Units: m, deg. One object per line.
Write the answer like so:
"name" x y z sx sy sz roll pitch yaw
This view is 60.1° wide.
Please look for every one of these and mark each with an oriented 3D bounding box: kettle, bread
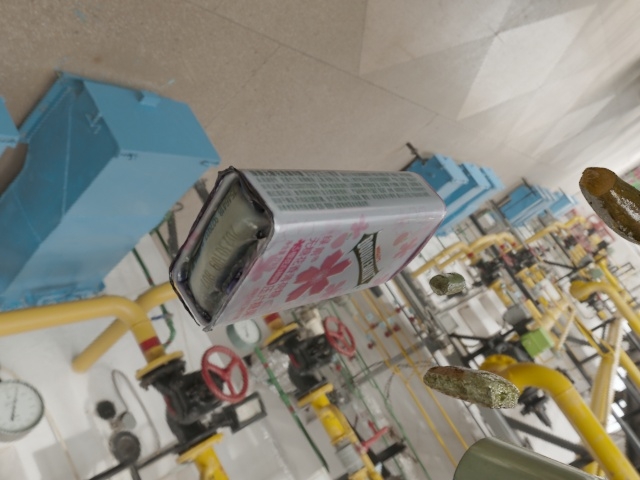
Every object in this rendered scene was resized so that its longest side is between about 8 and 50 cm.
"kettle" 0.510 0.655 1.205 0.250 0.360 0.377 -4 179 -31
"bread" 0.257 0.230 0.857 0.136 0.054 0.154 19 173 -22

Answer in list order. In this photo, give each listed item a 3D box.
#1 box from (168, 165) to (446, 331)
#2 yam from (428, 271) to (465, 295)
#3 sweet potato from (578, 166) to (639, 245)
"box" 0.000 0.000 0.721 0.370 0.112 0.190 -10 142 -49
"yam" 0.241 0.082 1.049 0.043 0.043 0.094 -41 159 31
"sweet potato" 0.499 -0.024 0.852 0.077 0.244 0.077 -53 -176 5
